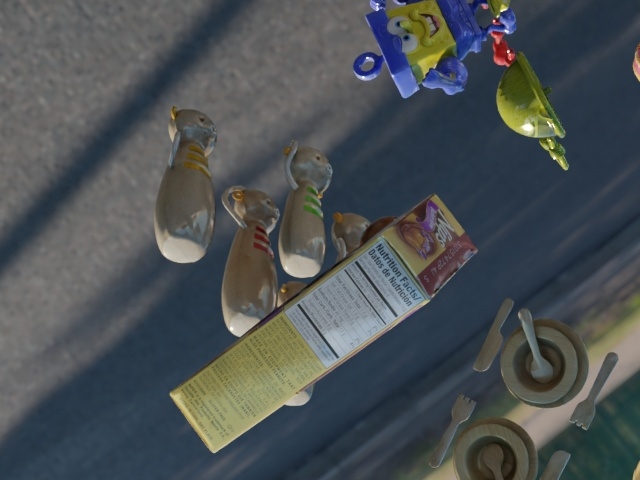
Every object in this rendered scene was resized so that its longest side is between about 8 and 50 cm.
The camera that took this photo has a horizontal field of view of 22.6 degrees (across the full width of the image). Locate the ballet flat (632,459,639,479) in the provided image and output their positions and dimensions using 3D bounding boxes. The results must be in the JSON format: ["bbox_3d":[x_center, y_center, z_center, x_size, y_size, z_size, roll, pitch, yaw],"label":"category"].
[{"bbox_3d":[0.252,0.108,1.047,0.073,0.080,0.232,-81,-172,-55],"label":"ballet flat"}]

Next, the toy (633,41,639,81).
[{"bbox_3d":[0.265,-0.116,1.143,0.056,0.137,0.237,-42,-164,24],"label":"toy"}]

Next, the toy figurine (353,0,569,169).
[{"bbox_3d":[0.157,-0.226,2.082,0.217,0.362,0.191,-20,152,0],"label":"toy figurine"}]

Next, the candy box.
[{"bbox_3d":[0.003,0.051,1.013,0.187,0.053,0.109,-36,180,25],"label":"candy box"}]

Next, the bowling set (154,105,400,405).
[{"bbox_3d":[0.000,0.000,1.381,0.200,0.154,0.287,-13,137,17],"label":"bowling set"}]

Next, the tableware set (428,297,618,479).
[{"bbox_3d":[0.189,0.167,1.543,0.194,0.128,0.039,-65,158,7],"label":"tableware set"}]
